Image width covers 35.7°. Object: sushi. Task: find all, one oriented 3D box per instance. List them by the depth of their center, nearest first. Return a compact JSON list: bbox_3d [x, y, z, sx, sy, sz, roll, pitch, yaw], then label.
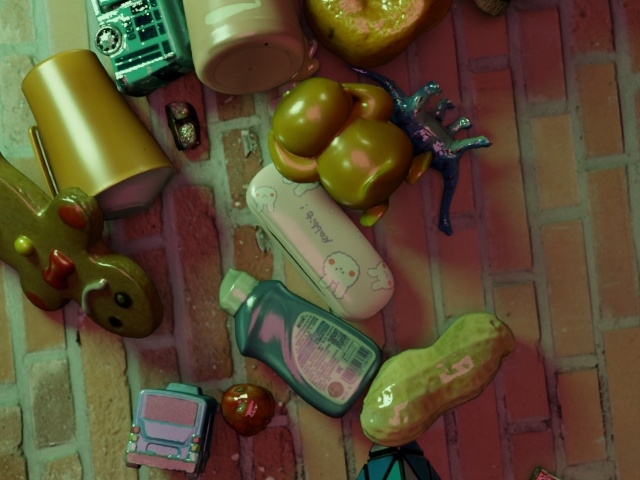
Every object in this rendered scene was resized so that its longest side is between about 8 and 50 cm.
[{"bbox_3d":[-0.223,-0.190,1.636,0.046,0.044,0.083,-16,92,-22],"label":"sushi"}]

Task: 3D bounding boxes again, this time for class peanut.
[{"bbox_3d":[0.185,0.218,1.580,0.290,0.130,0.130,-30,90,-11],"label":"peanut"}]

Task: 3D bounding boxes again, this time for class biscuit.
[{"bbox_3d":[-0.428,0.010,1.529,0.432,0.283,0.064,39,45,1],"label":"biscuit"}]

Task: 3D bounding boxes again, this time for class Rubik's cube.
[{"bbox_3d":[0.084,0.482,1.574,0.234,0.250,0.284,-32,95,18],"label":"Rubik's cube"}]

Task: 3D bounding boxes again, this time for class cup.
[{"bbox_3d":[-0.373,-0.149,1.581,0.226,0.182,0.264,-33,82,31],"label":"cup"}]

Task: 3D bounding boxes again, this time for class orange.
[{"bbox_3d":[0.087,-0.401,1.559,0.248,0.183,0.249,1,96,12],"label":"orange"}]

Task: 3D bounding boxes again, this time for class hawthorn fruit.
[{"bbox_3d":[-0.121,0.271,1.612,0.093,0.093,0.093,0,90,0],"label":"hawthorn fruit"}]

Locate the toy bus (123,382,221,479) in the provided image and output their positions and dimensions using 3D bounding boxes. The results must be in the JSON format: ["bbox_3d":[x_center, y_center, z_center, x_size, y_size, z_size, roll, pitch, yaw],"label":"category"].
[{"bbox_3d":[-0.223,0.289,1.536,0.116,0.234,0.134,9,82,-1],"label":"toy bus"}]

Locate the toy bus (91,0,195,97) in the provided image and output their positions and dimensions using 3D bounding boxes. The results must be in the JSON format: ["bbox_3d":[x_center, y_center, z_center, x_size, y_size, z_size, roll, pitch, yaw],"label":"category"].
[{"bbox_3d":[-0.289,-0.370,1.578,0.147,0.128,0.256,-18,90,11],"label":"toy bus"}]

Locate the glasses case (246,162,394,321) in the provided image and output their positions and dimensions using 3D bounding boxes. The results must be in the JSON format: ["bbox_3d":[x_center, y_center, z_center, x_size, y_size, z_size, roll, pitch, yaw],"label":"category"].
[{"bbox_3d":[0.000,0.000,1.605,0.113,0.075,0.297,-40,89,-20],"label":"glasses case"}]

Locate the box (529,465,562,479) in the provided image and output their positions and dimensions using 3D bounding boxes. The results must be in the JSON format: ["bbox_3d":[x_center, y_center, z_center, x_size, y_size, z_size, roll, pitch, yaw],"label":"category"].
[{"bbox_3d":[0.328,0.478,1.630,0.055,0.039,0.218,30,89,1],"label":"box"}]

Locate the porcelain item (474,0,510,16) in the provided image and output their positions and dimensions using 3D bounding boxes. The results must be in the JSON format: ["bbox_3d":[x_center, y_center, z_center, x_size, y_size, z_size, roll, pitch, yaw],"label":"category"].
[{"bbox_3d":[0.322,-0.470,1.572,0.252,0.253,0.253,0,90,0],"label":"porcelain item"}]

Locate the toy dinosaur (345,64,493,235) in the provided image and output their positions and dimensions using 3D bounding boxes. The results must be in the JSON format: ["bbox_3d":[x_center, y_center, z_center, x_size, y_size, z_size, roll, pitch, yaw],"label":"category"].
[{"bbox_3d":[0.184,-0.179,1.616,0.144,0.076,0.329,-30,99,10],"label":"toy dinosaur"}]

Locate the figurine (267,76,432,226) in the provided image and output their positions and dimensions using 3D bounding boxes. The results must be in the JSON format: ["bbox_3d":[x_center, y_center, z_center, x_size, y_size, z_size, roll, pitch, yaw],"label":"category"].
[{"bbox_3d":[0.042,-0.146,1.537,0.215,0.215,0.228,-44,76,-1],"label":"figurine"}]

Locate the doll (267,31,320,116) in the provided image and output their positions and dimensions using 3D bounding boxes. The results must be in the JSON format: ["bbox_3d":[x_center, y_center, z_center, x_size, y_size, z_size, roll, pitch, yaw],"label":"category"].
[{"bbox_3d":[-0.049,-0.271,1.620,0.106,0.062,0.163,-10,91,4],"label":"doll"}]

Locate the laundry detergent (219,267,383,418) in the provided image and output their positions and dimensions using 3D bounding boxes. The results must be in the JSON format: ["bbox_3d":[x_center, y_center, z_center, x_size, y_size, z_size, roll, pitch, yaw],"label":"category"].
[{"bbox_3d":[-0.047,0.155,1.607,0.289,0.094,0.143,36,84,3],"label":"laundry detergent"}]

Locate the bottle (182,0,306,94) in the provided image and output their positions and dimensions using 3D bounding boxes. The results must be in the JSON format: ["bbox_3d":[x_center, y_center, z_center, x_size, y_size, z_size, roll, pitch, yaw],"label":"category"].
[{"bbox_3d":[-0.144,-0.394,1.532,0.206,0.173,0.297,4,65,-38],"label":"bottle"}]
